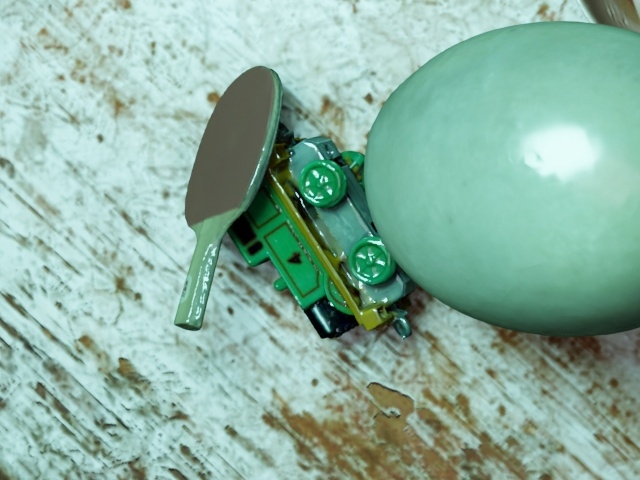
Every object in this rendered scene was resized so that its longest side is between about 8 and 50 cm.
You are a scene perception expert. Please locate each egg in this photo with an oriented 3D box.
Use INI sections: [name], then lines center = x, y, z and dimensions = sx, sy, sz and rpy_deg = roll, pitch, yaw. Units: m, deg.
[egg]
center = 0.188, -0.050, 1.368
dimensions = 0.352, 0.258, 0.258
rpy_deg = -2, 94, 52

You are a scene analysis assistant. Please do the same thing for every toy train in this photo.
[toy train]
center = 0.000, 0.000, 1.518
dimensions = 0.136, 0.091, 0.227
rpy_deg = -32, 88, 22

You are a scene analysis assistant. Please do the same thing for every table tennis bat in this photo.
[table tennis bat]
center = -0.086, -0.039, 1.496
dimensions = 0.022, 0.138, 0.246
rpy_deg = 23, 72, -27

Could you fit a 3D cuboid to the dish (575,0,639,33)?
[dish]
center = 0.317, -0.237, 1.439
dimensions = 0.213, 0.090, 0.213
rpy_deg = 1, 96, 10
